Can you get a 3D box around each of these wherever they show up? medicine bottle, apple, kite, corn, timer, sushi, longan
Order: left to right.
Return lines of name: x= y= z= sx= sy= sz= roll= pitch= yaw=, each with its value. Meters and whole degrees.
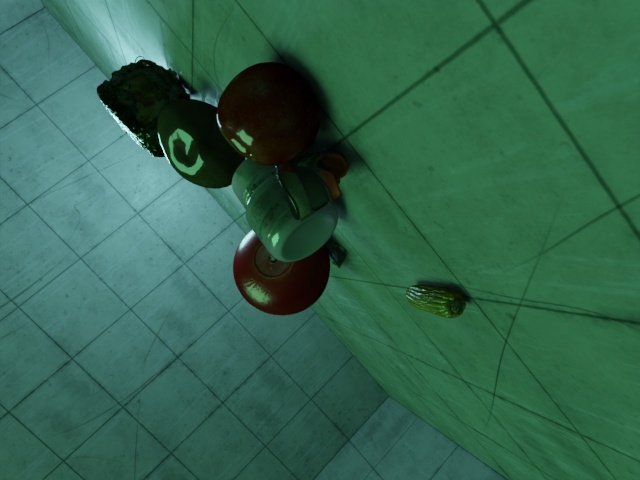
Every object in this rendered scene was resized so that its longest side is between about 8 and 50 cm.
sushi: x=-0.661 y=-0.532 z=1.668 sx=0.352 sy=0.294 sz=0.178 roll=46 pitch=169 yaw=14
longan: x=-0.418 y=-0.346 z=1.517 sx=0.350 sy=0.288 sz=0.288 roll=49 pitch=166 yaw=-22
apple: x=-0.115 y=-0.279 z=0.951 sx=0.218 sy=0.201 sz=0.218 roll=40 pitch=171 yaw=8
timer: x=-0.150 y=0.100 z=1.652 sx=0.378 sy=0.378 sz=0.279 roll=44 pitch=172 yaw=15
medicine bottle: x=-0.117 y=-0.112 z=1.317 sx=0.302 sy=0.241 sz=0.241 roll=51 pitch=169 yaw=27
kite: x=-0.001 y=0.000 z=1.746 sx=0.406 sy=0.014 sz=0.368 roll=30 pitch=158 yaw=50
corn: x=0.305 y=0.160 z=1.154 sx=0.080 sy=0.080 sz=0.231 roll=50 pitch=168 yaw=-9

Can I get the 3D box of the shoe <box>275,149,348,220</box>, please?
shoe: x=-0.021 y=-0.180 z=1.064 sx=0.336 sy=0.171 sz=0.132 roll=-110 pitch=-1 yaw=-59

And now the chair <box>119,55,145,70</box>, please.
chair: x=-0.709 y=-0.622 z=1.855 sx=0.170 sy=0.160 sz=0.325 roll=26 pitch=156 yaw=51
